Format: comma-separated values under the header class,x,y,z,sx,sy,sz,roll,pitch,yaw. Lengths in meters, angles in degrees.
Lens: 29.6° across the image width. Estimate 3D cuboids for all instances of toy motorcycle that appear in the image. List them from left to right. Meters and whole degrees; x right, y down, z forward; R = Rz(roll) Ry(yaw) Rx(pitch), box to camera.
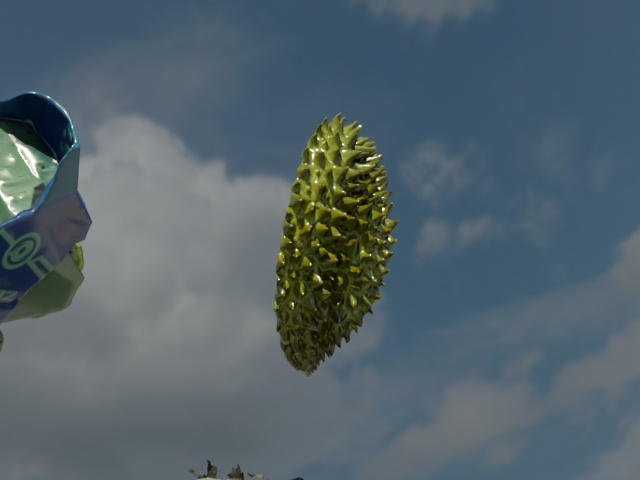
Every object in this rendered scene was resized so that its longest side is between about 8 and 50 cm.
class,x,y,z,sx,sy,sz,roll,pitch,yaw
toy motorcycle,-0.280,-0.022,0.854,0.326,0.191,0.200,1,-46,-50

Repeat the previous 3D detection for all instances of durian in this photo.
class,x,y,z,sx,sy,sz,roll,pitch,yaw
durian,0.004,-0.005,1.605,0.157,0.355,0.169,18,-14,-19

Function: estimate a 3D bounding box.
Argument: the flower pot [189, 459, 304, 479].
class,x,y,z,sx,sy,sz,roll,pitch,yaw
flower pot,-0.023,0.361,1.094,0.290,0.259,0.290,15,-16,4
